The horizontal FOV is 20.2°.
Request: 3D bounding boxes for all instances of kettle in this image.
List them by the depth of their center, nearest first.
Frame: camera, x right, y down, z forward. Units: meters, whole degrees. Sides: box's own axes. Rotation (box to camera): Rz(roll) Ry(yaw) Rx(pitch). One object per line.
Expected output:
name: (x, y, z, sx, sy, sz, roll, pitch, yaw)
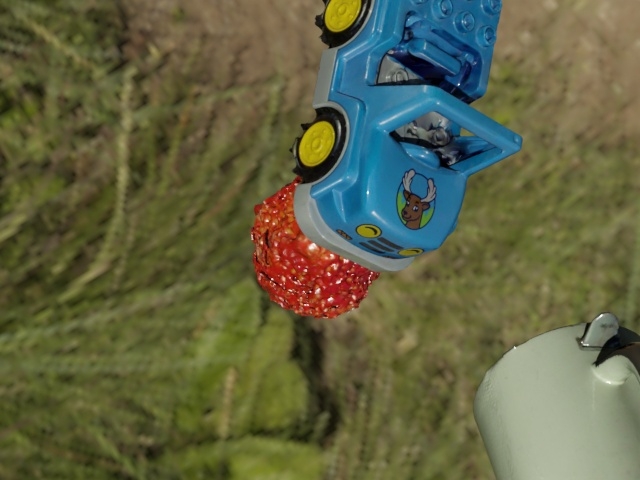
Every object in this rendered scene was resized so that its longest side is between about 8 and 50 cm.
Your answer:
kettle: (0.238, 0.192, 1.447, 0.165, 0.255, 0.240, 1, 133, -15)

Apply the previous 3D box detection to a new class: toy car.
toy car: (0.056, -0.082, 1.025, 0.100, 0.191, 0.097, -4, 159, 45)

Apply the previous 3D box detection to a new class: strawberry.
strawberry: (0.000, 0.000, 2.225, 0.187, 0.184, 0.201, -41, 175, -4)
